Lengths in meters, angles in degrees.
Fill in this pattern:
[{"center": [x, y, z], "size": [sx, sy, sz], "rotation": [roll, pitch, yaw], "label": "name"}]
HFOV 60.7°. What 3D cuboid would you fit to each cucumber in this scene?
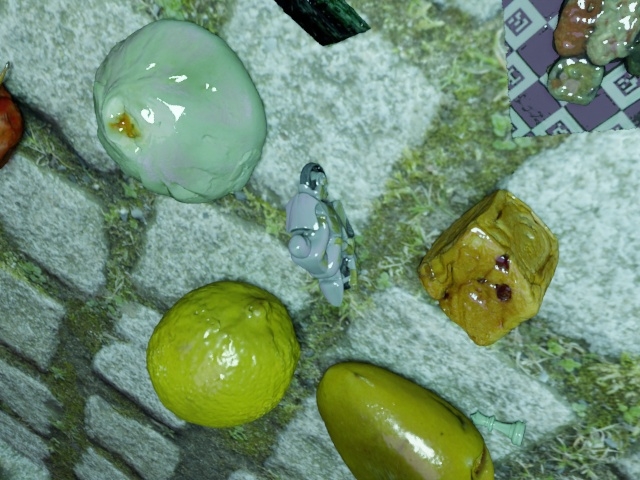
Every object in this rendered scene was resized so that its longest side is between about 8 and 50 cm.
[{"center": [-0.037, -0.334, 0.731], "size": [0.220, 0.046, 0.070], "rotation": [45, 137, -5], "label": "cucumber"}]

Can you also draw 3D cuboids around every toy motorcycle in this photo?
[{"center": [0.000, 0.000, 0.849], "size": [0.073, 0.152, 0.225], "rotation": [-7, 115, 30], "label": "toy motorcycle"}]

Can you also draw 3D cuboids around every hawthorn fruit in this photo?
[{"center": [-0.652, -0.239, 1.028], "size": [0.243, 0.207, 0.207], "rotation": [-43, 95, 11], "label": "hawthorn fruit"}]

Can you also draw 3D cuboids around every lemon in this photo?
[{"center": [-0.181, 0.214, 1.010], "size": [0.268, 0.268, 0.322], "rotation": [40, 133, -1], "label": "lemon"}]

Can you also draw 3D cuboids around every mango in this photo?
[{"center": [0.141, 0.362, 0.981], "size": [0.365, 0.182, 0.253], "rotation": [40, 134, 1], "label": "mango"}]

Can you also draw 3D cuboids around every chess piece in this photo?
[{"center": [0.313, 0.329, 0.971], "size": [0.093, 0.042, 0.042], "rotation": [16, 126, 25], "label": "chess piece"}]

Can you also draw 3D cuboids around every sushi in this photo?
[{"center": [0.318, -0.225, 0.613], "size": [0.219, 0.047, 0.231], "rotation": [0, 119, 27], "label": "sushi"}]

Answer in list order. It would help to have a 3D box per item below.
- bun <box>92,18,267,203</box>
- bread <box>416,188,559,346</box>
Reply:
[{"center": [-0.237, -0.179, 0.839], "size": [0.293, 0.187, 0.293], "rotation": [12, 125, 17], "label": "bun"}, {"center": [0.231, 0.031, 0.752], "size": [0.149, 0.158, 0.143], "rotation": [41, 134, -3], "label": "bread"}]
